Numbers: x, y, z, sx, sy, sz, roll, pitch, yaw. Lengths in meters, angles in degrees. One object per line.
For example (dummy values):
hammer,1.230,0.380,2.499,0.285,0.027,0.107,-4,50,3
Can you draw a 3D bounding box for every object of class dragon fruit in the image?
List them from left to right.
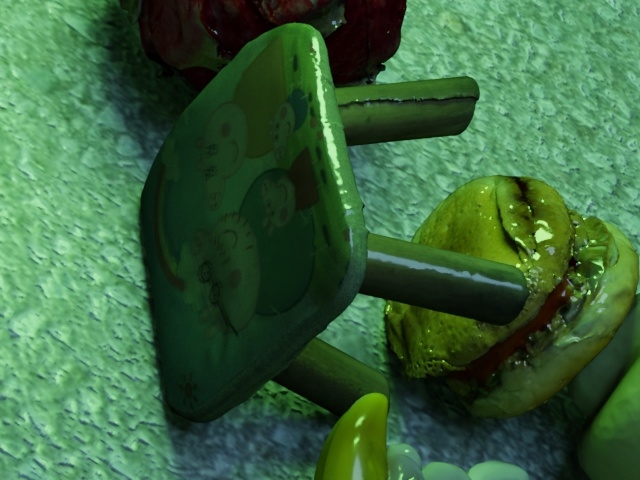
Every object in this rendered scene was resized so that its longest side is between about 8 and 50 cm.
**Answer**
dragon fruit,-0.058,-0.287,1.979,0.329,0.329,0.329,16,51,-20

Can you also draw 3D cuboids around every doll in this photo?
doll,0.079,0.267,1.789,0.237,0.111,0.252,38,53,-25

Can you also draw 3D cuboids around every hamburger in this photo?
hamburger,0.188,0.058,1.936,0.163,0.244,0.244,32,45,-27

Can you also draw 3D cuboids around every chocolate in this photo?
chocolate,0.412,0.152,1.926,0.297,0.326,0.314,47,4,4

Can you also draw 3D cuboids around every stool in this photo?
stool,0.000,0.000,1.821,0.226,0.310,0.310,13,52,-34

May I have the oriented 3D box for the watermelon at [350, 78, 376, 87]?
watermelon,0.017,-0.186,2.113,0.084,0.072,0.092,-1,53,-52
